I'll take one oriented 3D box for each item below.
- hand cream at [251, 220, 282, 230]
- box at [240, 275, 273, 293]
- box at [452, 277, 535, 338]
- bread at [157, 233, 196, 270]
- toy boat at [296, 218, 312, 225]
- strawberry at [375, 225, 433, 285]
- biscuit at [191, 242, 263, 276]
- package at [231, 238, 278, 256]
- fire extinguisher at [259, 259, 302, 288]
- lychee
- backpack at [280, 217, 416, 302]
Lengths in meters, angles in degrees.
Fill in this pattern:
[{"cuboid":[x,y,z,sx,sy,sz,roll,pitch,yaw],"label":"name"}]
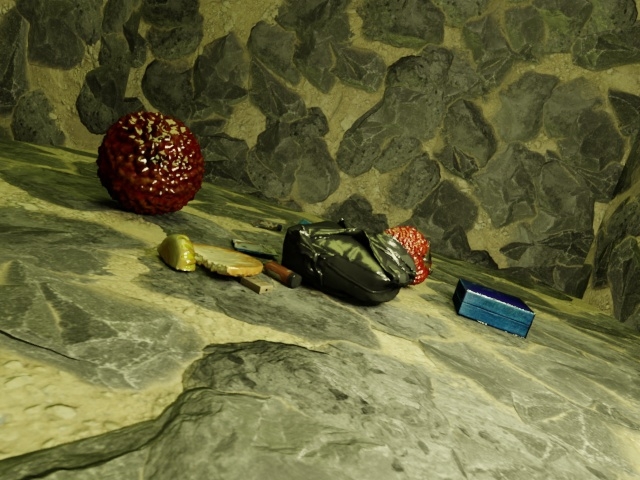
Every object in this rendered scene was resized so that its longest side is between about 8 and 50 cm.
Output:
[{"cuboid":[-0.282,-0.079,2.203,0.163,0.039,0.062,8,28,-30],"label":"hand cream"},{"cuboid":[-0.185,0.127,1.213,0.083,0.024,0.053,24,12,32],"label":"box"},{"cuboid":[0.684,0.260,1.684,0.262,0.116,0.279,18,8,12],"label":"box"},{"cuboid":[-0.411,0.027,1.215,0.083,0.094,0.157,1,10,-45],"label":"bread"},{"cuboid":[0.000,0.000,2.096,0.215,0.123,0.330,31,5,38],"label":"toy boat"},{"cuboid":[0.317,0.071,1.748,0.258,0.260,0.261,-10,22,-28],"label":"strawberry"},{"cuboid":[-0.293,0.064,1.309,0.205,0.040,0.309,7,8,-44],"label":"biscuit"},{"cuboid":[-0.259,0.029,1.641,0.171,0.027,0.173,13,7,-20],"label":"package"},{"cuboid":[-0.139,0.101,1.363,0.177,0.050,0.062,23,9,39],"label":"fire extinguisher"},{"cuboid":[-0.684,-0.322,1.728,0.425,0.424,0.499,15,30,-9],"label":"lychee"},{"cuboid":[0.103,0.065,1.418,0.446,0.254,0.363,24,18,23],"label":"backpack"}]
